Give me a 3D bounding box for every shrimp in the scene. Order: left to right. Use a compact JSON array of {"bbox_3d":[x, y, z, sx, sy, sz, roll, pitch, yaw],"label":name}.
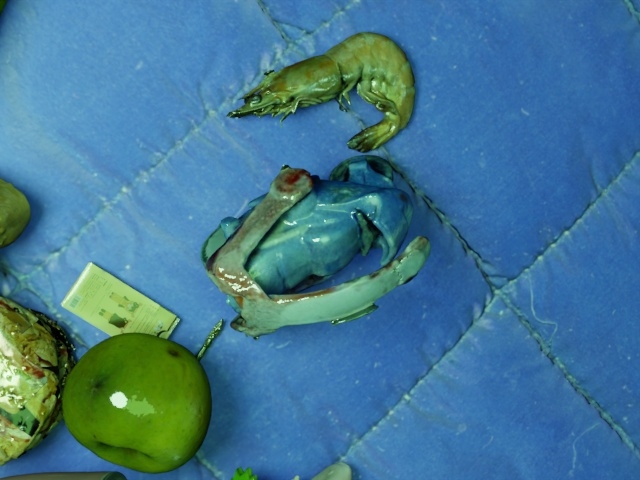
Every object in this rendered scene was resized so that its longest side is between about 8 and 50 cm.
[{"bbox_3d":[0.014,-0.194,1.184,0.296,0.058,0.169,-26,100,-17],"label":"shrimp"}]

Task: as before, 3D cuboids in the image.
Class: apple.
[{"bbox_3d":[-0.232,0.209,1.051,0.197,0.196,0.156,18,54,-15],"label":"apple"}]

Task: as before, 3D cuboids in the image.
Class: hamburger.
[{"bbox_3d":[-0.431,0.178,1.040,0.231,0.107,0.230,0,89,-8],"label":"hamburger"}]

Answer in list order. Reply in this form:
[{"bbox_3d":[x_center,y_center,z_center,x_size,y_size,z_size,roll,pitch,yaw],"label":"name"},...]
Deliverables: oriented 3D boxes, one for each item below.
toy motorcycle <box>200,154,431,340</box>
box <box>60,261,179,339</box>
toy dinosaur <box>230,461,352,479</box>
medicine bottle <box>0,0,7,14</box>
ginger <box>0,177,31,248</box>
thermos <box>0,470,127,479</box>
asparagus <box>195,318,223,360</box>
[{"bbox_3d":[0.003,0.014,1.113,0.319,0.182,0.241,-30,72,-13],"label":"toy motorcycle"},{"bbox_3d":[-0.277,0.098,1.122,0.149,0.020,0.073,35,81,-13],"label":"box"},{"bbox_3d":[-0.055,0.389,1.155,0.177,0.152,0.194,33,74,-43],"label":"toy dinosaur"},{"bbox_3d":[-0.493,-0.257,0.996,0.137,0.141,0.250,23,85,-11],"label":"medicine bottle"},{"bbox_3d":[-0.492,-0.005,0.954,0.219,0.270,0.123,28,123,2],"label":"ginger"},{"bbox_3d":[-0.375,0.365,0.977,0.265,0.146,0.176,-3,97,8],"label":"thermos"},{"bbox_3d":[-0.181,0.182,1.154,0.016,0.016,0.162,27,83,12],"label":"asparagus"}]
